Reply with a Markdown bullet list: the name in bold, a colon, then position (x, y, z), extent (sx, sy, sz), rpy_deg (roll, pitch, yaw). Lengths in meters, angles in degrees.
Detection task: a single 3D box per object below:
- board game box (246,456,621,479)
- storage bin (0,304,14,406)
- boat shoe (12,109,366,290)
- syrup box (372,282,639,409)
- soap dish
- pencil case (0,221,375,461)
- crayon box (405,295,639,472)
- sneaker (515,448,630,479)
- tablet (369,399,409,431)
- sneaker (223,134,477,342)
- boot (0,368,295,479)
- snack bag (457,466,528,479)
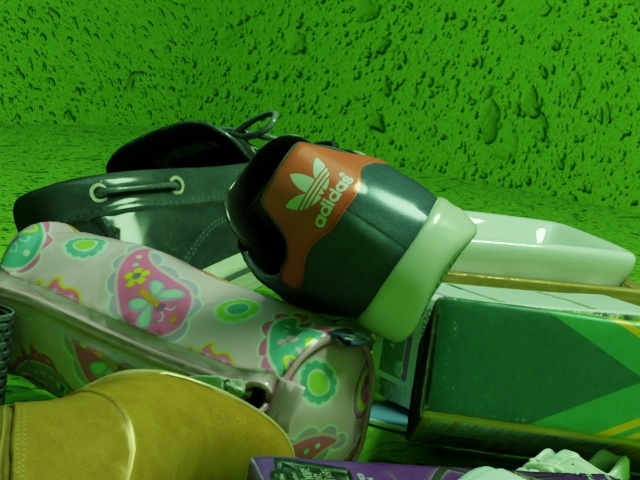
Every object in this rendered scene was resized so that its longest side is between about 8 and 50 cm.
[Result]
- **board game box**: position (0.100, 0.185, 0.694), extent (0.208, 0.056, 0.347), rpy_deg (1, 16, -16)
- **storage bin**: position (-0.305, 0.073, 1.079), extent (0.180, 0.084, 0.122), rpy_deg (13, 10, 36)
- **boat shoe**: position (-0.095, -0.032, 1.418), extent (0.187, 0.156, 0.500), rpy_deg (-21, 4, 30)
- **syrup box**: position (0.163, 0.091, 1.322), extent (0.237, 0.093, 0.096), rpy_deg (5, 7, -30)
- **soap dish**: position (0.148, 0.041, 1.599), extent (0.291, 0.118, 0.229), rpy_deg (6, 9, -15)
- **pencil case**: position (-0.099, 0.075, 1.076), extent (0.284, 0.124, 0.124), rpy_deg (20, 14, 34)
- **crayon box**: position (0.227, 0.112, 1.102), extent (0.323, 0.083, 0.203), rpy_deg (9, -11, 2)
- **sneaker**: position (0.130, 0.157, 0.987), extent (0.152, 0.061, 0.054), rpy_deg (0, 13, -36)
- **tablet**: position (0.064, 0.136, 1.257), extent (0.054, 0.006, 0.083), rpy_deg (12, 10, 27)
- **sneaker**: position (0.000, 0.000, 1.153), extent (0.148, 0.131, 0.350), rpy_deg (34, -15, -2)
- **boot**: position (-0.114, 0.145, 0.799), extent (0.295, 0.104, 0.211), rpy_deg (14, 18, -29)
- **snack bag**: position (0.059, 0.175, 0.509), extent (0.323, 0.037, 0.342), rpy_deg (-24, 24, -31)
